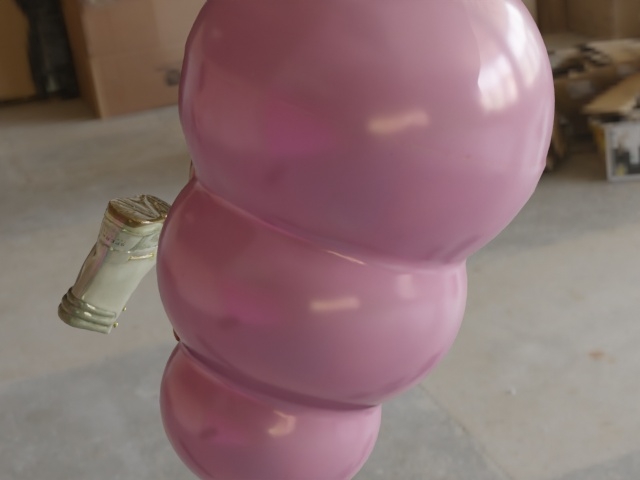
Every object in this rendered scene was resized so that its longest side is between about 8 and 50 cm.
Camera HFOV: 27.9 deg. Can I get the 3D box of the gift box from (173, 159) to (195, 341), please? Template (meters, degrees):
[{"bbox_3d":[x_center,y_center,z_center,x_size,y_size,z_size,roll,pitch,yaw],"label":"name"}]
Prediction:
[{"bbox_3d":[-0.014,0.022,1.340,0.258,0.255,0.276,4,-3,7],"label":"gift box"}]

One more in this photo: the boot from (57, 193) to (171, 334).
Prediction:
[{"bbox_3d":[-0.237,0.030,1.589,0.077,0.165,0.213,31,10,13],"label":"boot"}]

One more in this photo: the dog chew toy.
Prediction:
[{"bbox_3d":[0.000,0.000,0.725,0.206,0.332,0.206,17,14,-5],"label":"dog chew toy"}]
